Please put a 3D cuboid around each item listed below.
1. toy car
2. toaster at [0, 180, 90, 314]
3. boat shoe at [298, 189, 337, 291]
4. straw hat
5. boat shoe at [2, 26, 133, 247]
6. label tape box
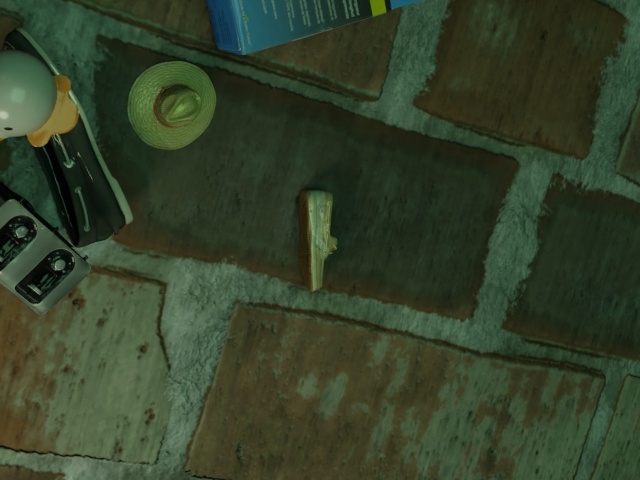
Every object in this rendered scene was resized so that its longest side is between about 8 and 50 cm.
[{"bbox_3d":[-0.438,-0.182,1.546,0.238,0.219,0.210,24,90,-2],"label":"toy car"},{"bbox_3d":[-0.435,-0.003,1.669,0.110,0.186,0.168,-47,125,-7],"label":"toaster"},{"bbox_3d":[0.000,0.000,1.945,0.059,0.063,0.170,-5,103,-20],"label":"boat shoe"},{"bbox_3d":[-0.214,-0.202,1.790,0.145,0.061,0.144,-7,105,-26],"label":"straw hat"},{"bbox_3d":[-0.378,-0.137,1.695,0.095,0.112,0.335,-35,119,-21],"label":"boat shoe"},{"bbox_3d":[-0.018,-0.443,1.808,0.334,0.106,0.240,-20,111,-23],"label":"label tape box"}]
